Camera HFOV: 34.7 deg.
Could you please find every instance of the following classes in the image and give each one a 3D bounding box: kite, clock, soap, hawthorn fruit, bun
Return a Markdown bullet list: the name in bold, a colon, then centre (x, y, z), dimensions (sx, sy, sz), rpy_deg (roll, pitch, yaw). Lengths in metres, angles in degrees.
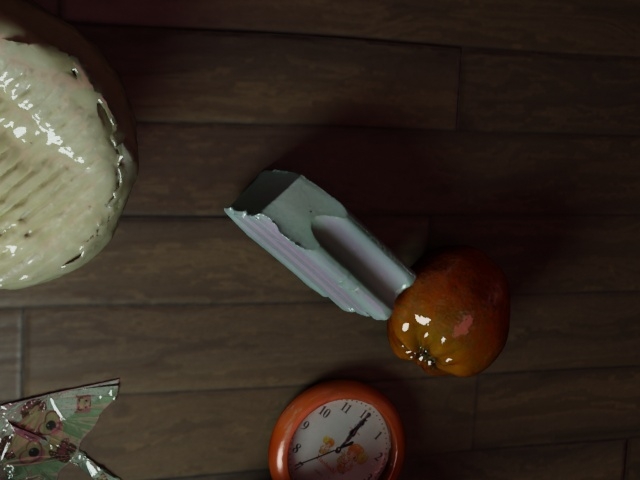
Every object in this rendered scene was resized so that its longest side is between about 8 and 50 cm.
- **kite**: centre (-0.325, 0.282, 1.345), dimensions (0.250, 0.012, 0.229), rpy_deg (38, 86, -23)
- **clock**: centre (0.024, 0.298, 1.455), dimensions (0.205, 0.051, 0.205), rpy_deg (-3, 99, -19)
- **soap**: centre (0.000, 0.000, 1.352), dimensions (0.230, 0.145, 0.091), rpy_deg (43, 74, -26)
- **hawthorn fruit**: centre (0.177, 0.096, 1.416), dimensions (0.189, 0.189, 0.189), rpy_deg (-3, 100, -20)
- **bun**: centre (-0.381, -0.116, 1.146), dimensions (0.360, 0.211, 0.359), rpy_deg (-6, 111, -16)
